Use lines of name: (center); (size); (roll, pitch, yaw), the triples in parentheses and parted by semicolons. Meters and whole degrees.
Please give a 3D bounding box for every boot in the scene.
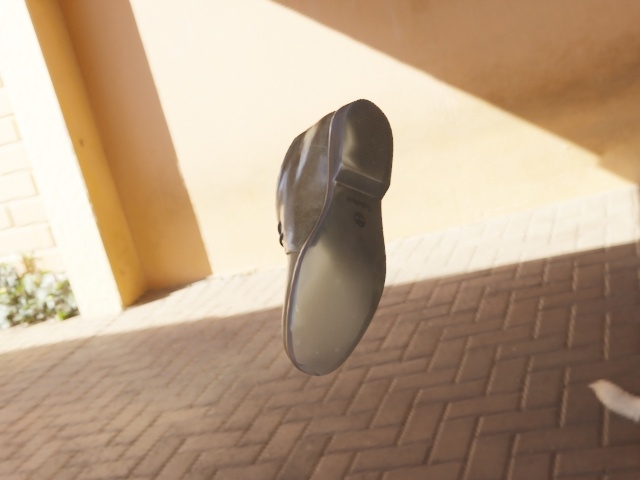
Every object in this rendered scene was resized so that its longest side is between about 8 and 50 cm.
boot: (0.000, 0.000, 0.951); (0.115, 0.305, 0.112); (-11, -30, 44)
